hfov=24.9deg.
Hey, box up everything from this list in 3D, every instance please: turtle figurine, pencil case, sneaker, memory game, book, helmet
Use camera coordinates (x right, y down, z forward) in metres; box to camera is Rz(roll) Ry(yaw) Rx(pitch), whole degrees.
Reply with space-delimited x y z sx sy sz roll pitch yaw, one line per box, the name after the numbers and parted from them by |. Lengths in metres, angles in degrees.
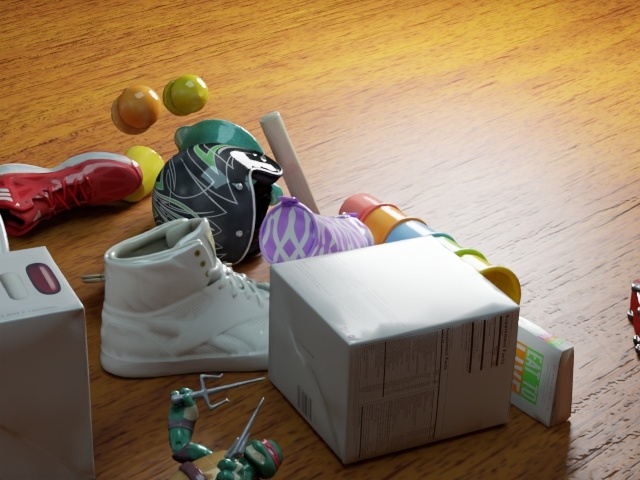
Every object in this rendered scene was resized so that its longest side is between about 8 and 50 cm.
-0.116 0.223 1.367 0.234 0.118 0.175 -28 22 -22 | turtle figurine
0.000 0.000 1.784 0.086 0.088 0.206 10 0 22 | pencil case
-0.354 -0.051 1.974 0.221 0.087 0.128 -9 34 6 | sneaker
-0.201 0.040 1.767 0.186 0.012 0.186 -5 0 0 | memory game
-0.105 0.055 1.653 0.292 0.169 0.108 -6 25 -19 | sneaker
0.217 0.130 1.603 0.035 0.096 0.144 -18 32 -34 | book
-0.136 -0.047 1.873 0.169 0.169 0.161 17 22 27 | helmet

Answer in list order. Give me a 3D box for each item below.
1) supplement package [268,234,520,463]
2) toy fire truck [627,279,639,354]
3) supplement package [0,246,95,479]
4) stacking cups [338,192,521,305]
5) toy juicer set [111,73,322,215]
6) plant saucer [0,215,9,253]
0.074 0.112 1.567 0.203 0.149 0.194 -10 28 -24 | supplement package
0.441 0.109 1.719 0.135 0.047 0.192 4 25 3 | toy fire truck
-0.369 0.142 1.410 0.261 0.204 0.145 -10 28 -23 | supplement package
0.126 0.025 1.843 0.096 0.096 0.316 -12 24 -26 | stacking cups
-0.138 -0.135 1.994 0.329 0.209 0.089 10 35 18 | toy juicer set
-0.555 0.036 1.631 0.400 0.100 0.401 9 54 -13 | plant saucer
